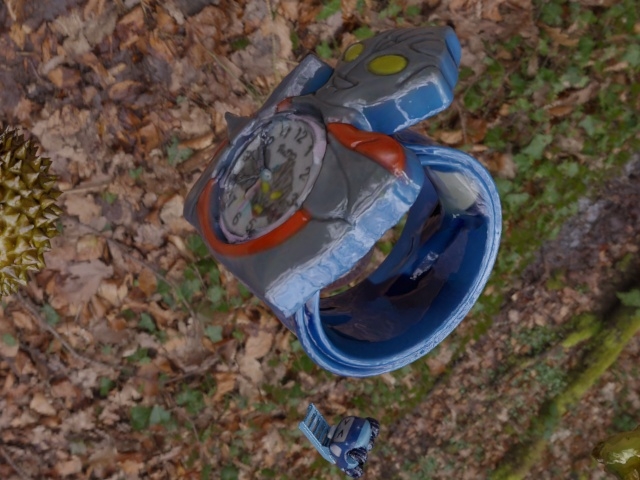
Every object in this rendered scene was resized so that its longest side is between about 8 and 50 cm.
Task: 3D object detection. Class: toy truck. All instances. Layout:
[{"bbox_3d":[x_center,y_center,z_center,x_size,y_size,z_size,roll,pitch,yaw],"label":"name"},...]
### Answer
[{"bbox_3d":[0.018,0.230,0.788,0.090,0.056,0.073,22,135,10],"label":"toy truck"}]

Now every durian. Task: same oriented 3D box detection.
[{"bbox_3d":[-0.252,-0.023,0.439,0.158,0.137,0.168,10,71,-29],"label":"durian"}]

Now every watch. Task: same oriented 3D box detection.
[{"bbox_3d":[0.056,-0.037,0.655,0.305,0.241,0.274,-48,131,1],"label":"watch"}]

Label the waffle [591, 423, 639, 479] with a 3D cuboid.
[{"bbox_3d":[0.227,0.184,0.321,0.219,0.229,0.057,-10,164,-20],"label":"waffle"}]

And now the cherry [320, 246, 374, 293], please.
[{"bbox_3d":[-0.003,-0.002,1.043,0.176,0.176,0.140,18,153,-33],"label":"cherry"}]
